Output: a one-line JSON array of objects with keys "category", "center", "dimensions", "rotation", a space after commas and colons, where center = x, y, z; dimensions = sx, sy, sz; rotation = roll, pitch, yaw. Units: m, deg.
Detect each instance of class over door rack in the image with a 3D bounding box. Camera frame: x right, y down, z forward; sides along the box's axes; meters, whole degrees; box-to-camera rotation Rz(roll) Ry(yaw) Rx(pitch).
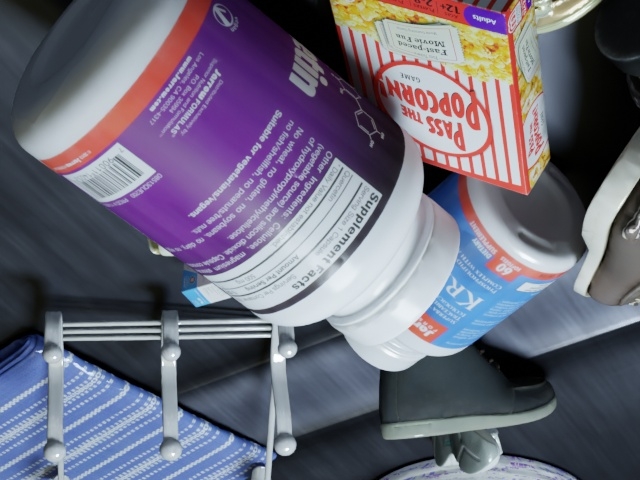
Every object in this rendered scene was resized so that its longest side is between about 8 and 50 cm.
[{"category": "over door rack", "center": [-0.150, 0.196, 1.531], "dimensions": [0.239, 0.108, 0.324], "rotation": [0, 138, -7]}]

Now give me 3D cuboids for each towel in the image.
[{"category": "towel", "center": [-0.249, 0.213, 1.656], "dimensions": [0.243, 0.040, 0.336], "rotation": [-32, 133, 32]}]

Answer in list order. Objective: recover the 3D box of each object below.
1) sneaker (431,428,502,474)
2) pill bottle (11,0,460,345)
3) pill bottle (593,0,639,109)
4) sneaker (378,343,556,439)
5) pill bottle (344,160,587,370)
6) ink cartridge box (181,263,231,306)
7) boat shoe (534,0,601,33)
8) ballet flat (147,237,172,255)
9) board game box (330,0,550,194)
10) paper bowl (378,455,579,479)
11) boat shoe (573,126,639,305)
[{"category": "sneaker", "center": [0.161, 0.207, 1.591], "dimensions": [0.061, 0.053, 0.152], "rotation": [-5, 178, -12]}, {"category": "pill bottle", "center": [-0.052, -0.059, 1.139], "dimensions": [0.323, 0.181, 0.181], "rotation": [37, 130, -25]}, {"category": "pill bottle", "center": [0.305, -0.118, 1.140], "dimensions": [0.219, 0.123, 0.123], "rotation": [32, 132, -33]}, {"category": "sneaker", "center": [0.145, 0.121, 1.492], "dimensions": [0.222, 0.118, 0.083], "rotation": [-3, 176, -44]}, {"category": "pill bottle", "center": [0.113, 0.023, 1.323], "dimensions": [0.124, 0.124, 0.221], "rotation": [22, 137, -25]}, {"category": "ink cartridge box", "center": [-0.080, 0.024, 1.390], "dimensions": [0.083, 0.048, 0.028], "rotation": [-16, 139, 21]}, {"category": "boat shoe", "center": [0.148, -0.177, 1.125], "dimensions": [0.135, 0.050, 0.045], "rotation": [-22, 140, 28]}, {"category": "ballet flat", "center": [-0.129, -0.038, 1.287], "dimensions": [0.077, 0.079, 0.221], "rotation": [-10, 141, 13]}, {"category": "board game box", "center": [0.089, -0.129, 1.143], "dimensions": [0.147, 0.045, 0.193], "rotation": [19, 149, 26]}, {"category": "paper bowl", "center": [0.177, 0.372, 1.755], "dimensions": [0.284, 0.148, 0.284], "rotation": [1, 143, 1]}, {"category": "boat shoe", "center": [0.269, 0.001, 1.223], "dimensions": [0.097, 0.116, 0.324], "rotation": [31, 172, 15]}]
